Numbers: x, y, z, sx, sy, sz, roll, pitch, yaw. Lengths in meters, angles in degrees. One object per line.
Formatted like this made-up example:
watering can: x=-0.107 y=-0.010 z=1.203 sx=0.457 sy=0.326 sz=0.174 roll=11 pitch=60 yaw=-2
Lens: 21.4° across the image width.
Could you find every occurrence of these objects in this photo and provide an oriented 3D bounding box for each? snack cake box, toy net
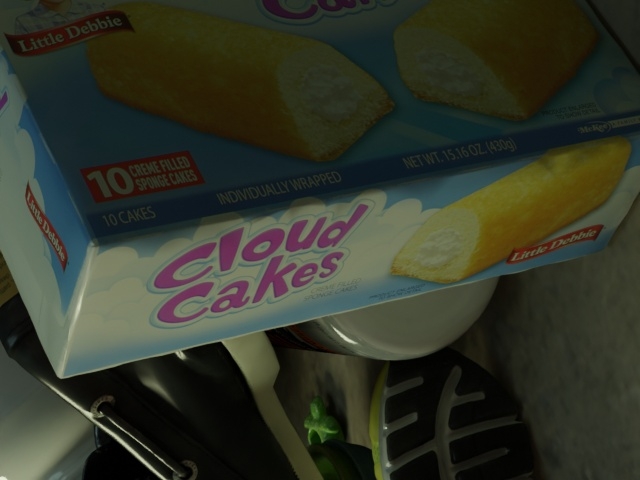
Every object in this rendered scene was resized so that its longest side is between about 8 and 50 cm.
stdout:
snack cake box: x=-0.008 y=-0.052 z=0.704 sx=0.152 sy=0.264 sz=0.089 roll=61 pitch=148 yaw=29
toy net: x=0.015 y=0.218 z=1.028 sx=0.122 sy=0.045 sz=0.232 roll=23 pitch=122 yaw=58

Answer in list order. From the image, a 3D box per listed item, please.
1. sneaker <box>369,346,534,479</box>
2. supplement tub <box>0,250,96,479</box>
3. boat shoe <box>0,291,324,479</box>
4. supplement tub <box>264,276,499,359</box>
sneaker: x=0.065 y=0.155 z=0.863 sx=0.094 sy=0.081 sz=0.208 roll=-27 pitch=78 yaw=65
supplement tub: x=-0.213 y=0.026 z=1.079 sx=0.331 sy=0.241 sz=0.241 roll=50 pitch=151 yaw=-1
boat shoe: x=-0.072 y=0.101 z=0.849 sx=0.127 sy=0.113 sz=0.340 roll=51 pitch=168 yaw=27
supplement tub: x=0.000 y=0.000 z=0.879 sx=0.190 sy=0.117 sz=0.117 roll=-1 pitch=101 yaw=64
